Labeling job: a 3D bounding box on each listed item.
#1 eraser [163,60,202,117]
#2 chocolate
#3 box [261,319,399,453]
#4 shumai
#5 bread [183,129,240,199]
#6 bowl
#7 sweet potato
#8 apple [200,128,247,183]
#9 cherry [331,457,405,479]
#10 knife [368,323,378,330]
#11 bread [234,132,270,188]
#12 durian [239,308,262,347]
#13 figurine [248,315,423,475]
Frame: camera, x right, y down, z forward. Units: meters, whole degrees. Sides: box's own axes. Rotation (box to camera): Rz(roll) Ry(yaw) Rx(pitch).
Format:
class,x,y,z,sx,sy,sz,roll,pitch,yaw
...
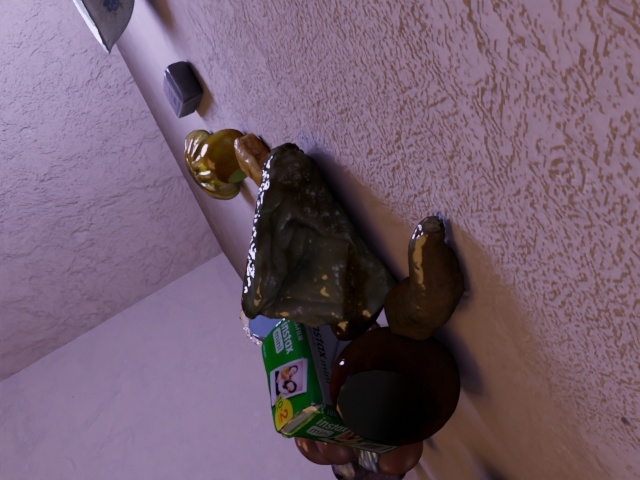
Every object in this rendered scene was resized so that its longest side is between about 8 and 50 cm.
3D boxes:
class,x,y,z,sx,sy,sz,roll,pitch,yaw
eraser,-0.337,-0.360,1.523,0.089,0.061,0.352,62,168,-10
chocolate,0.100,0.179,0.809,0.177,0.176,0.177,55,168,18
box,0.034,0.220,0.950,0.250,0.103,0.180,26,-147,-39
shumai,0.000,0.000,0.883,0.222,0.203,0.272,122,152,-70
bread,-0.297,-0.198,1.671,0.213,0.104,0.213,58,168,20
bowl,-0.484,-0.580,1.366,0.313,0.146,0.313,57,170,16
sweet potato,0.110,0.057,0.676,0.081,0.062,0.233,56,166,20
apple,-0.186,-0.167,1.258,0.099,0.102,0.114,55,169,11
cherry,0.118,0.535,1.558,0.195,0.195,0.195,55,168,18
knife,0.044,0.086,1.153,0.247,0.018,0.035,55,172,31
bread,-0.107,-0.131,1.132,0.132,0.053,0.074,52,167,24
durian,-0.107,0.227,1.857,0.305,0.185,0.196,44,143,40
figurine,0.028,0.285,1.262,0.276,0.248,0.388,-140,31,-66
